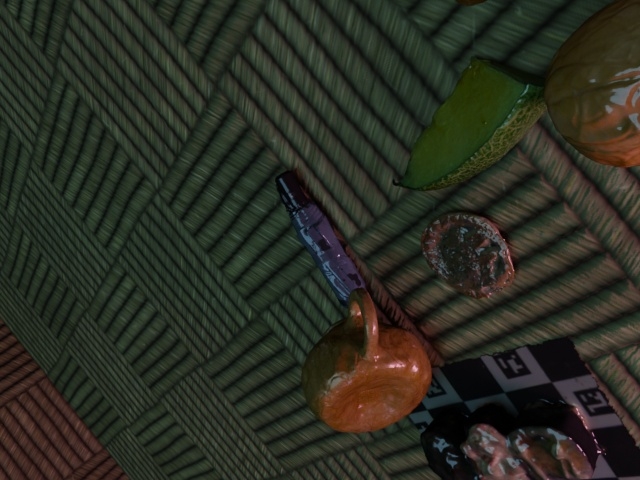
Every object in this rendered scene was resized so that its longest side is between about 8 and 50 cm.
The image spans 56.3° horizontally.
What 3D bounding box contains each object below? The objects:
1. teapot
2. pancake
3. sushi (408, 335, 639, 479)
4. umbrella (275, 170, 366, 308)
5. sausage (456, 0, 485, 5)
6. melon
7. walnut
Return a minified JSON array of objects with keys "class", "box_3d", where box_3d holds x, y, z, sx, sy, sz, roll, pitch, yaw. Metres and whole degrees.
[{"class":"teapot","box_3d":[0.065,0.187,0.964,0.167,0.203,0.311,-108,9,-46]},{"class":"pancake","box_3d":[0.204,0.020,0.830,0.139,0.022,0.140,22,129,30]},{"class":"sushi","box_3d":[0.276,0.332,0.918,0.373,0.100,0.296,-28,97,47]},{"class":"umbrella","box_3d":[0.001,0.000,0.968,0.053,0.052,0.251,-19,105,46]},{"class":"sausage","box_3d":[0.200,-0.320,0.558,0.098,0.098,0.238,52,135,1]},{"class":"melon","box_3d":[0.167,-0.130,0.744,0.114,0.053,0.262,55,138,8]},{"class":"walnut","box_3d":[0.307,-0.149,0.537,0.206,0.159,0.159,-23,101,47]}]
